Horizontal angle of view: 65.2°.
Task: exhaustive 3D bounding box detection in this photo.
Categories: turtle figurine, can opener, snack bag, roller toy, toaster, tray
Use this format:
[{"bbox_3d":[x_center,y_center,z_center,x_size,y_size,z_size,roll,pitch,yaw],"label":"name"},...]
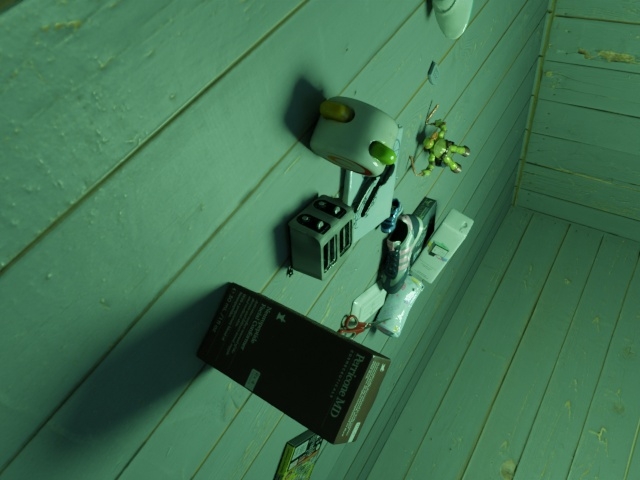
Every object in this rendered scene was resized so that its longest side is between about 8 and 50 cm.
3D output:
[{"bbox_3d":[0.453,-0.344,1.837,0.217,0.087,0.270,16,89,-32],"label":"turtle figurine"},{"bbox_3d":[0.152,-0.155,1.478,0.186,0.059,0.073,-56,178,-3],"label":"can opener"},{"bbox_3d":[0.158,-0.166,1.571,0.323,0.037,0.343,-36,138,-46],"label":"snack bag"},{"bbox_3d":[0.081,-0.253,1.198,0.191,0.209,0.146,-161,-87,-82],"label":"roller toy"},{"bbox_3d":[0.000,0.000,1.320,0.168,0.110,0.186,-42,144,-40],"label":"toaster"},{"bbox_3d":[0.193,0.247,1.946,0.270,0.030,0.145,-29,135,-51],"label":"tray"}]

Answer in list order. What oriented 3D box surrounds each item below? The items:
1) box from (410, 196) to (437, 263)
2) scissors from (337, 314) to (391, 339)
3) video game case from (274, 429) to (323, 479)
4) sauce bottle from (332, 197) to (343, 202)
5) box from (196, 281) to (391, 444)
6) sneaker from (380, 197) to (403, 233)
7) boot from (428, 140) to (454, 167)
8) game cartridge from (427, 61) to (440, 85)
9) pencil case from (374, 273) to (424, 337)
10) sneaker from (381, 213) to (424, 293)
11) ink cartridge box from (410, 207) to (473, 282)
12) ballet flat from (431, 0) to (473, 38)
[{"bbox_3d":[0.414,-0.042,2.108,0.233,0.059,0.183,-50,148,-34],"label":"box"},{"bbox_3d":[0.166,0.332,1.893,0.297,0.021,0.109,12,102,-50],"label":"scissors"},{"bbox_3d":[-0.080,0.825,1.860,0.274,0.035,0.248,7,103,-63],"label":"video game case"},{"bbox_3d":[0.046,-0.061,1.437,0.042,0.042,0.128,-44,146,-40],"label":"sauce bottle"},{"bbox_3d":[-0.064,0.257,1.086,0.191,0.381,0.143,-65,153,-6],"label":"box"},{"bbox_3d":[0.250,-0.089,1.781,0.144,0.053,0.059,-64,155,-28],"label":"sneaker"},{"bbox_3d":[0.478,-0.330,1.993,0.219,0.082,0.106,-31,133,-53],"label":"boot"},{"bbox_3d":[0.393,-0.573,1.730,0.083,0.017,0.056,23,86,-63],"label":"game cartridge"},{"bbox_3d":[0.334,0.277,2.125,0.273,0.124,0.113,-58,152,-18],"label":"pencil case"},{"bbox_3d":[0.283,0.048,1.912,0.131,0.112,0.319,11,97,-46],"label":"sneaker"},{"bbox_3d":[0.531,0.020,2.190,0.201,0.117,0.278,-42,163,-56],"label":"ink cartridge box"},{"bbox_3d":[0.373,-0.796,1.436,0.139,0.139,0.401,-28,129,-52],"label":"ballet flat"}]
